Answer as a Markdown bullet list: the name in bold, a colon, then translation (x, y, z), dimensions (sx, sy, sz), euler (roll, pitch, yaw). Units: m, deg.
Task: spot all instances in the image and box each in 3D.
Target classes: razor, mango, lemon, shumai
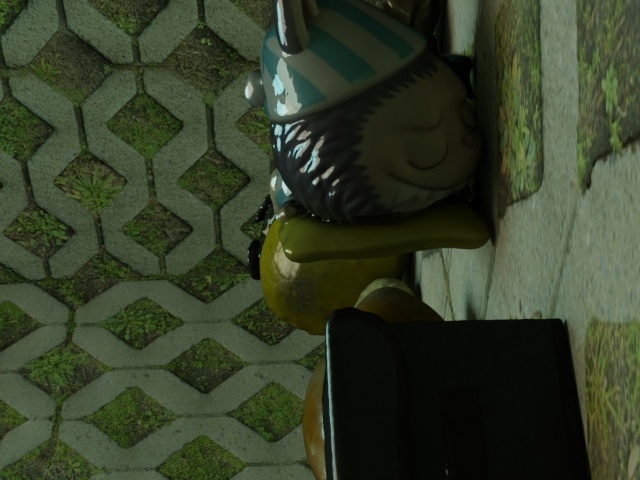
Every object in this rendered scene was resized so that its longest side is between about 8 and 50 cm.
- **razor**: translation (0.168, -0.218, 1.405), dimensions (0.066, 0.033, 0.190), euler (49, -171, -10)
- **mango**: translation (0.088, 0.197, 1.324), dimensions (0.384, 0.222, 0.199), euler (-91, 16, -55)
- **lemon**: translation (0.030, 0.020, 2.072), dimensions (0.316, 0.285, 0.285), euler (-63, 2, -2)
- **shumai**: translation (0.119, -0.289, 1.578), dimensions (0.185, 0.218, 0.184), euler (-47, 33, 17)

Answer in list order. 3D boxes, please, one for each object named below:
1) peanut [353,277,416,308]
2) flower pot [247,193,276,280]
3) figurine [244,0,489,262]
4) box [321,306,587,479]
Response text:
- **peanut**: translation (0.108, 0.174, 1.982), dimensions (0.123, 0.124, 0.256), euler (-94, 6, -46)
- **flower pot**: translation (0.000, 0.000, 2.316), dimensions (0.213, 0.302, 0.301), euler (-75, -16, -78)
- **figurine**: translation (0.043, -0.185, 1.343), dimensions (0.361, 0.266, 0.377), euler (-150, 54, -68)
- **box**: translation (0.111, 0.259, 0.996), dimensions (0.251, 0.205, 0.345), euler (92, 176, -64)
